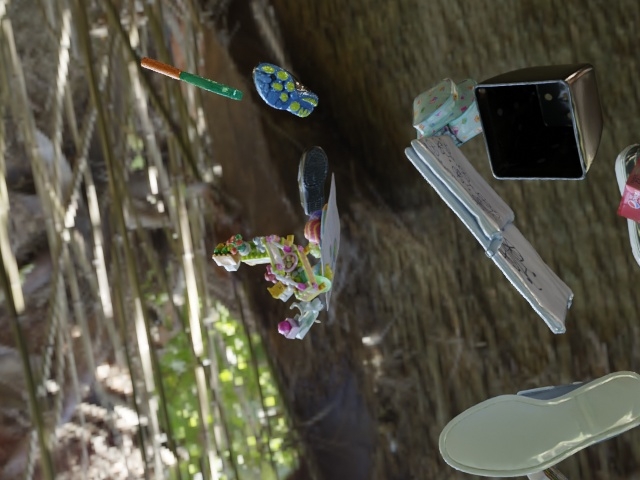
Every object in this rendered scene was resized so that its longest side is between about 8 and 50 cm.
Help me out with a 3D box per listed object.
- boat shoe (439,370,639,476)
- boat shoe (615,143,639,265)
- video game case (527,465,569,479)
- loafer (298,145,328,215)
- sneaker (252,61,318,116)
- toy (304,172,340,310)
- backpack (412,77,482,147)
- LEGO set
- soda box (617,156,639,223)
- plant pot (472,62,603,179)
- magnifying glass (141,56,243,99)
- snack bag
[{"bbox_3d":[0.326,0.273,1.499,0.319,0.116,0.099,-16,167,-5],"label":"boat shoe"},{"bbox_3d":[0.709,-0.042,2.128,0.121,0.335,0.119,-23,-179,-7],"label":"boat shoe"},{"bbox_3d":[0.537,0.554,2.165,0.036,0.300,0.329,-48,-177,4],"label":"video game case"},{"bbox_3d":[-0.033,-0.171,2.800,0.080,0.220,0.078,-15,-138,-24],"label":"loafer"},{"bbox_3d":[-0.075,-0.280,1.872,0.078,0.067,0.188,40,-171,27],"label":"sneaker"},{"bbox_3d":[0.000,0.000,1.901,0.056,0.137,0.237,-2,-138,6],"label":"toy"},{"bbox_3d":[0.317,-0.305,2.457,0.188,0.144,0.166,-26,-149,23],"label":"backpack"},{"bbox_3d":[-0.099,0.037,1.714,0.107,0.132,0.287,26,-170,-47],"label":"LEGO set"},{"bbox_3d":[0.465,-0.135,1.254,0.092,0.263,0.083,27,162,19],"label":"soda box"},{"bbox_3d":[0.415,-0.231,1.854,0.188,0.187,0.167,4,-148,42],"label":"plant pot"},{"bbox_3d":[-0.274,-0.346,2.181,0.231,0.026,0.092,19,-171,9],"label":"magnifying glass"},{"bbox_3d":[0.265,-0.020,1.513,0.037,0.342,0.323,-40,174,15],"label":"snack bag"}]
